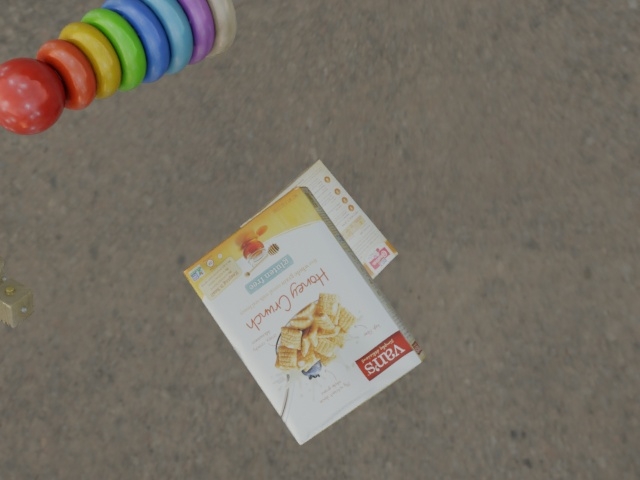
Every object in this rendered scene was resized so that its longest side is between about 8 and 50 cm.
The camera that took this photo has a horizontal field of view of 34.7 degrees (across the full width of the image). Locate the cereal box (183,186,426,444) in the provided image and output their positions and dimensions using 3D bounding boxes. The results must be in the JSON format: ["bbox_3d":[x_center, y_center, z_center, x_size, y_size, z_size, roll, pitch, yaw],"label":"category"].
[{"bbox_3d":[-0.019,0.084,1.151,0.173,0.047,0.240,-37,83,12],"label":"cereal box"}]

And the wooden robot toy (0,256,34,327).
[{"bbox_3d":[-0.336,0.049,0.931,0.173,0.076,0.079,13,129,9],"label":"wooden robot toy"}]

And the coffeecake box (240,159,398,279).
[{"bbox_3d":[0.000,0.000,1.503,0.185,0.142,0.068,50,149,-5],"label":"coffeecake box"}]

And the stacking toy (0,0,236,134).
[{"bbox_3d":[-0.264,-0.229,1.253,0.141,0.330,0.141,32,143,29],"label":"stacking toy"}]
